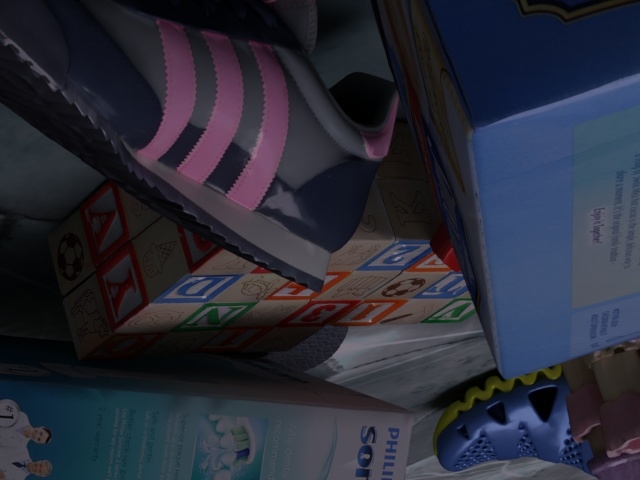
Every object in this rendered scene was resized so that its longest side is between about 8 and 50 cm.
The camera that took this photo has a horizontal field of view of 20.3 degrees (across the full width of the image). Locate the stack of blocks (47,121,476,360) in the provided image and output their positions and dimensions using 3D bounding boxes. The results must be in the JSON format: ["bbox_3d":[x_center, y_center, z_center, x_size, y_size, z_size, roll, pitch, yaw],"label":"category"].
[{"bbox_3d":[0.000,0.000,1.146,0.297,0.087,0.171,0,154,-41],"label":"stack of blocks"}]

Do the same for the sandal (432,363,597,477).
[{"bbox_3d":[0.268,0.179,1.790,0.317,0.138,0.126,-19,163,10],"label":"sandal"}]

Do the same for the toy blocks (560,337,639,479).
[{"bbox_3d":[0.361,0.111,1.497,0.288,0.260,0.309,-15,161,-6],"label":"toy blocks"}]

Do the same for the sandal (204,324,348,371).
[{"bbox_3d":[-0.081,0.085,1.378,0.097,0.054,0.254,12,152,-39],"label":"sandal"}]

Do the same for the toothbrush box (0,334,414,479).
[{"bbox_3d":[-0.122,0.139,1.159,0.295,0.126,0.216,6,-178,-30],"label":"toothbrush box"}]

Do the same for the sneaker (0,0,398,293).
[{"bbox_3d":[-0.072,-0.091,0.859,0.131,0.112,0.319,-60,143,-6],"label":"sneaker"}]

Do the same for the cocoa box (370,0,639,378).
[{"bbox_3d":[0.140,-0.113,0.748,0.231,0.228,0.347,-18,161,2],"label":"cocoa box"}]

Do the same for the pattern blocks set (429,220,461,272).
[{"bbox_3d":[0.236,-0.094,1.081,0.325,0.026,0.285,-9,142,-33],"label":"pattern blocks set"}]
